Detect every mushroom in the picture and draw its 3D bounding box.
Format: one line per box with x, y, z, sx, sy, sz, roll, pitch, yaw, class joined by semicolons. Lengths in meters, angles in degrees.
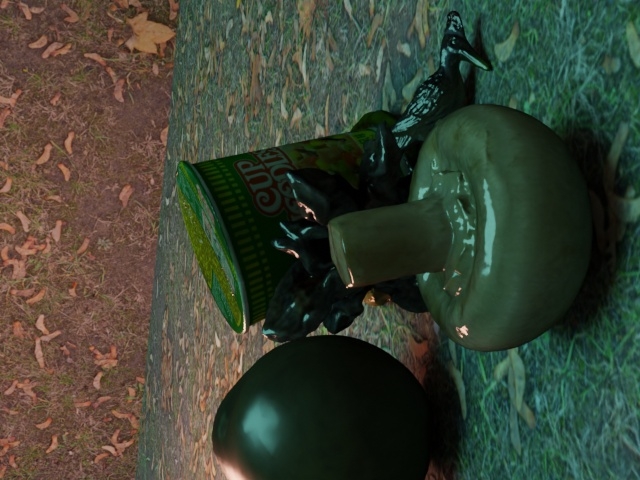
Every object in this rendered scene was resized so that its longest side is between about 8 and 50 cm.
0.108;-0.007;0.920;0.207;0.215;0.207;173;90;-72;mushroom

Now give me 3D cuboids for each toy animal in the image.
0.117;-0.134;1.148;0.070;0.105;0.202;-23;-51;-62;toy animal

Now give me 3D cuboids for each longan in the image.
-0.004;0.207;1.212;0.248;0.248;0.248;-179;90;-74;longan

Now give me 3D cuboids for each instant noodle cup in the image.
-0.020;-0.028;1.261;0.207;0.233;0.207;57;159;35;instant noodle cup

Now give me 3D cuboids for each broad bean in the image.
0.072;-0.124;1.362;0.227;0.039;0.069;-171;89;-74;broad bean

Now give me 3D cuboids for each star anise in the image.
0.047;0.004;1.107;0.129;0.212;0.282;-114;31;-48;star anise

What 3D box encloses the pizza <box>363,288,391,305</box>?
0.052;0.004;1.400;0.175;0.046;0.134;-128;42;-66;pizza
